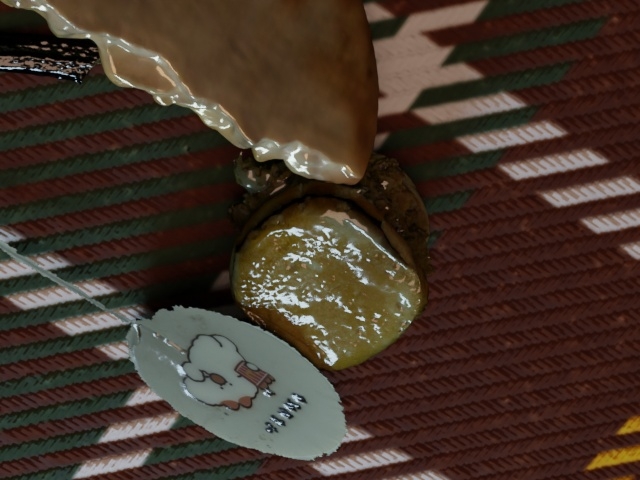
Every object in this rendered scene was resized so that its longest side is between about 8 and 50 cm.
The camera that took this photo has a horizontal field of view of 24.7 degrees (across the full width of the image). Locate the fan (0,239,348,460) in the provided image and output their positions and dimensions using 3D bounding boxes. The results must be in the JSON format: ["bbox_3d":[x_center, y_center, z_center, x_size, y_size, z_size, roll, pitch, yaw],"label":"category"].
[{"bbox_3d":[-0.122,0.074,1.121,0.329,0.009,0.191,31,146,-5],"label":"fan"}]

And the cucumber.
[{"bbox_3d":[-0.222,-0.134,1.048,0.135,0.033,0.034,6,111,-8],"label":"cucumber"}]

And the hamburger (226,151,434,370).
[{"bbox_3d":[0.000,0.000,1.081,0.159,0.131,0.185,-34,114,27],"label":"hamburger"}]

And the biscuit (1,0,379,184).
[{"bbox_3d":[-0.078,-0.174,0.966,0.309,0.204,0.040,28,150,-32],"label":"biscuit"}]
